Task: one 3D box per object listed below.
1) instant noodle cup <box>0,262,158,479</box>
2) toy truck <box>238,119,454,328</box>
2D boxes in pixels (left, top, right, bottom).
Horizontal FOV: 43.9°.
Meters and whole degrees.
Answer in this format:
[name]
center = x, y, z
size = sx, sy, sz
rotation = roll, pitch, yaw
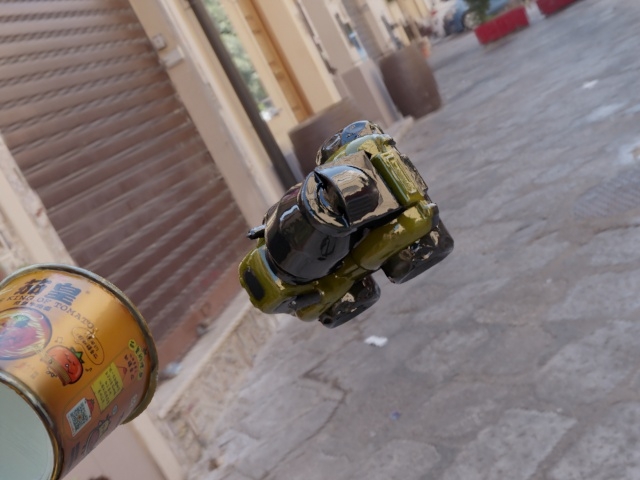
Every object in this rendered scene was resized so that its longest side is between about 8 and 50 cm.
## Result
[instant noodle cup]
center = -0.300, 0.153, 0.822
size = 0.216, 0.215, 0.172
rotation = -23, 15, 23
[toy truck]
center = 0.000, 0.000, 0.748
size = 0.165, 0.147, 0.224
rotation = -19, -17, -44
